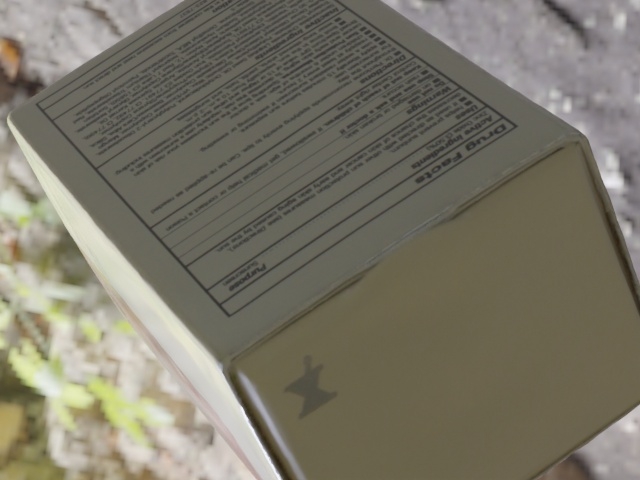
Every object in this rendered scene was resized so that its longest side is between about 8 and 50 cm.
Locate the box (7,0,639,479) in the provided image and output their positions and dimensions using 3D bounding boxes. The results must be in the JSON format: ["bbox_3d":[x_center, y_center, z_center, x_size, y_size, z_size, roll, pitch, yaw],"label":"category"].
[{"bbox_3d":[0.000,0.000,0.761,0.149,0.232,0.126,-33,126,-10],"label":"box"}]
